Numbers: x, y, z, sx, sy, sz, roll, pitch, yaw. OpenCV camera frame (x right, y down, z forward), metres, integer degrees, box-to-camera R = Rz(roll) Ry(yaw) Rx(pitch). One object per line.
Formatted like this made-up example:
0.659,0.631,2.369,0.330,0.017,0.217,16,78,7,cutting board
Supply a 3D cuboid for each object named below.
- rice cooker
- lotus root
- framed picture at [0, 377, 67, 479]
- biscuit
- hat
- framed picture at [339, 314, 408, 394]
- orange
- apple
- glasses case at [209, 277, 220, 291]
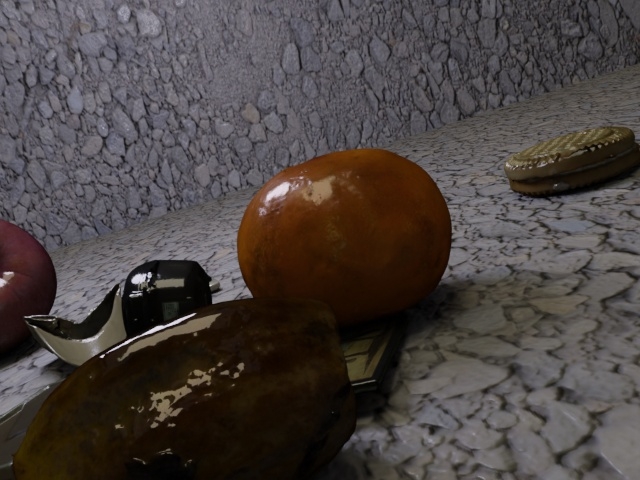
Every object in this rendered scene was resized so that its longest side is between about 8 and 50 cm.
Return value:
-0.226,0.097,1.253,0.119,0.142,0.203,-6,10,3,rice cooker
-0.109,0.162,0.710,0.291,0.193,0.193,-17,11,-11,lotus root
-0.346,0.222,1.015,0.247,0.022,0.335,-21,7,24,framed picture
0.463,-0.149,1.542,0.259,0.079,0.259,-16,11,3,biscuit
-0.382,0.169,1.382,0.166,0.144,0.173,-21,55,-19,hat
-0.077,0.160,0.967,0.347,0.016,0.265,-15,6,15,framed picture
0.031,-0.003,1.094,0.284,0.226,0.284,-16,8,2,orange
-0.663,0.095,1.598,0.306,0.305,0.235,-28,-10,-42,apple
-0.215,0.085,1.598,0.032,0.021,0.083,-23,12,-20,glasses case
